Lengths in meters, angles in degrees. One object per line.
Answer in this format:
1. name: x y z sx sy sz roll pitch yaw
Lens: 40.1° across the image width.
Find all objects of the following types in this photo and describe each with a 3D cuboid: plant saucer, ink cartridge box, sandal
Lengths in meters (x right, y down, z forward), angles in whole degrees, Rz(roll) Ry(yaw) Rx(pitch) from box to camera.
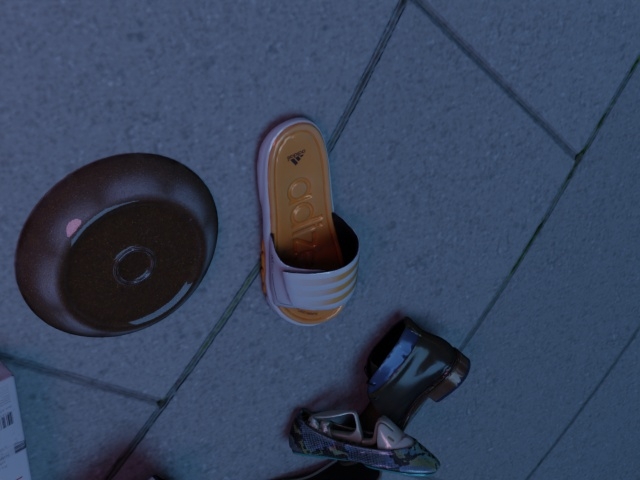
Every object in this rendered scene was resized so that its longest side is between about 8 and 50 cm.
1. plant saucer: -0.178 0.016 0.813 0.198 0.036 0.199 -19 129 -25
2. ink cartridge box: -0.328 0.197 0.797 0.104 0.060 0.180 -26 134 -39
3. sandal: -0.009 0.004 0.898 0.101 0.076 0.265 -26 132 -19

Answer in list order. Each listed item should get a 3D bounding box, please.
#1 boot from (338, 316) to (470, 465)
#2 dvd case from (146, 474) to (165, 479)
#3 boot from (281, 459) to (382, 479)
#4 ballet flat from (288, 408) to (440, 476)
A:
1. boot: 0.075 0.190 1.116 0.219 0.082 0.106 -43 110 12
2. dvd case: -0.254 0.356 0.951 0.253 0.022 0.180 -39 160 -12
3. boot: -0.033 0.395 1.156 0.244 0.088 0.176 -12 128 -34
4. ballet flat: 0.053 0.240 1.063 0.188 0.070 0.070 6 126 9
